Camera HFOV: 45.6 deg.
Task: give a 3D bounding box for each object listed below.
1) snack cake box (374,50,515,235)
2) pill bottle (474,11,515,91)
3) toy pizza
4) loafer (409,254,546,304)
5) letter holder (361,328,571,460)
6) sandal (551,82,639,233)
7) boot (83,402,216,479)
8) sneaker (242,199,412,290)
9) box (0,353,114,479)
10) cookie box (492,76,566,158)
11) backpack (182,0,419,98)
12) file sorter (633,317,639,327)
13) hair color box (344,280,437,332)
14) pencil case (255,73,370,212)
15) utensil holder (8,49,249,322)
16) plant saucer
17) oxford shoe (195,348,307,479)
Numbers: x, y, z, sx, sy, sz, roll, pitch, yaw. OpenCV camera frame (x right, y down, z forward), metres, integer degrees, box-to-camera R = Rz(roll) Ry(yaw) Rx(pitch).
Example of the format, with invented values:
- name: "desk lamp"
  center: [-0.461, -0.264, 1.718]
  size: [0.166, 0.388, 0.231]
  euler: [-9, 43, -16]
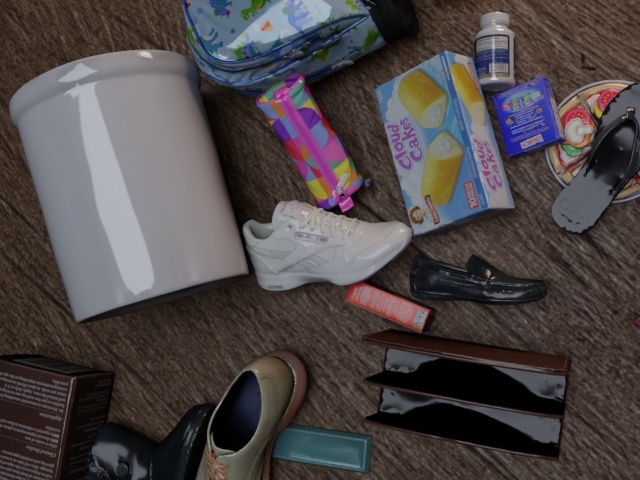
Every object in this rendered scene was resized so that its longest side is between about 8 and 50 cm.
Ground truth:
- name: "snack cake box"
  center: [0.200, -0.153, 1.247]
  size: [0.152, 0.089, 0.264]
  euler: [-22, 78, 39]
- name: "pill bottle"
  center: [0.290, -0.313, 1.268]
  size: [0.067, 0.067, 0.120]
  euler: [-1, 85, 19]
- name: "toy pizza"
  center: [0.462, -0.160, 1.216]
  size: [0.202, 0.032, 0.201]
  euler: [-2, 85, 18]
- name: "loafer"
  center: [0.254, 0.062, 1.244]
  size: [0.223, 0.076, 0.078]
  euler: [3, 94, 22]
- name: "letter holder"
  center: [0.218, 0.236, 1.168]
  size: [0.302, 0.214, 0.151]
  euler: [7, 88, 19]
- name: "sandal"
  center: [0.448, -0.123, 1.170]
  size: [0.097, 0.054, 0.254]
  euler: [29, 95, 19]
- name: "boot"
  center: [-0.318, 0.379, 1.399]
  size: [0.207, 0.094, 0.246]
  euler: [22, 99, 15]
- name: "sneaker"
  center: [0.000, 0.000, 1.273]
  size: [0.305, 0.114, 0.152]
  euler: [-11, 115, 27]
- name: "box"
  center: [-0.534, 0.422, 1.448]
  size: [0.191, 0.143, 0.381]
  euler: [9, 87, 19]
- name: "cookie box"
  center: [0.340, -0.199, 1.244]
  size: [0.092, 0.040, 0.107]
  euler: [-18, 79, 35]
- name: "backpack"
  center: [-0.061, -0.401, 1.319]
  size: [0.356, 0.273, 0.290]
  euler: [-26, 83, 30]
- name: "file sorter"
  center: [0.583, 0.208, 1.058]
  size: [0.182, 0.202, 0.290]
  euler: [-25, 78, 18]
- name: "hair color box"
  center: [0.119, 0.109, 1.288]
  size: [0.141, 0.072, 0.043]
  euler: [23, 93, 18]
- name: "pencil case"
  center: [-0.013, -0.163, 1.291]
  size: [0.105, 0.104, 0.236]
  euler: [-29, 110, 14]
- name: "utensil holder"
  center: [-0.320, -0.082, 1.310]
  size: [0.328, 0.328, 0.385]
  euler: [-17, 85, 16]
- name: "plant saucer"
  center: [-0.005, 0.363, 1.337]
  size: [0.192, 0.018, 0.067]
  euler: [4, 87, 18]
- name: "oxford shoe"
  center: [-0.161, 0.370, 1.310]
  size: [0.141, 0.147, 0.396]
  euler: [23, 98, 27]
